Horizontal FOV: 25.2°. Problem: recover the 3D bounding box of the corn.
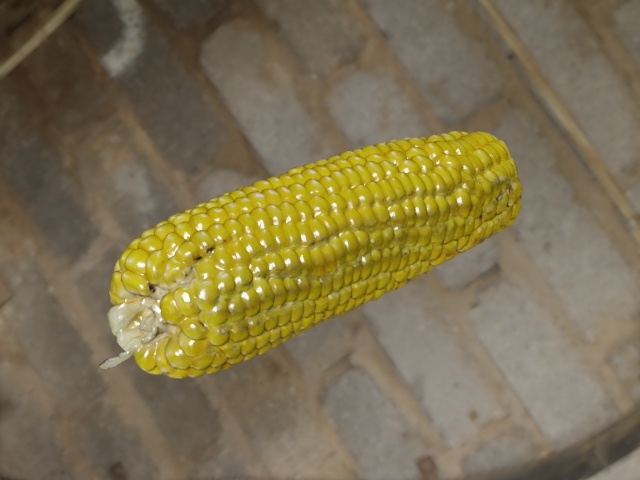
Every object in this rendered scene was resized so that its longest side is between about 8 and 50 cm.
[{"bbox_3d":[0.000,0.000,0.888,0.310,0.101,0.101,-23,74,-29],"label":"corn"}]
